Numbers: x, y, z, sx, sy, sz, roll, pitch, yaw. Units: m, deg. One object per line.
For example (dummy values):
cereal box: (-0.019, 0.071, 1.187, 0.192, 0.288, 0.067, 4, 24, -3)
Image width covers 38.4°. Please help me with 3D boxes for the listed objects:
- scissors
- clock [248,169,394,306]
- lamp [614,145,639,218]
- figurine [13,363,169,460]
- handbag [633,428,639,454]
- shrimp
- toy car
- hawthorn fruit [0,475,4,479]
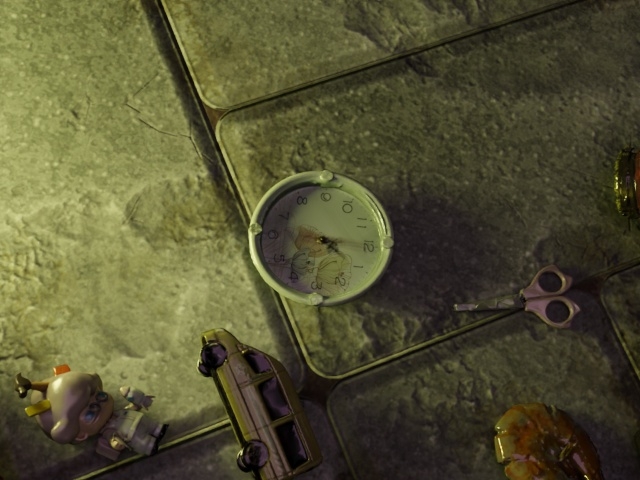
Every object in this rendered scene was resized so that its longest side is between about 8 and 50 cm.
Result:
scissors: (0.324, 0.100, 1.518, 0.212, 0.021, 0.110, -5, 70, -8)
clock: (0.000, 0.000, 1.500, 0.237, 0.053, 0.236, 2, 69, -6)
lamp: (0.604, -0.097, 1.511, 0.247, 0.247, 0.246, 2, 71, -5)
figurine: (-0.340, 0.254, 1.354, 0.229, 0.112, 0.137, 23, 43, -5)
handbag: (0.627, 0.374, 1.433, 0.223, 0.080, 0.246, -13, 71, -18)
shrimp: (0.385, 0.379, 1.412, 0.154, 0.062, 0.294, -27, 75, -20)
toy car: (-0.094, 0.243, 1.385, 0.124, 0.101, 0.256, -20, 76, -17)
hawthorn fruit: (-0.501, 0.376, 1.259, 0.169, 0.169, 0.188, -28, 88, -14)
